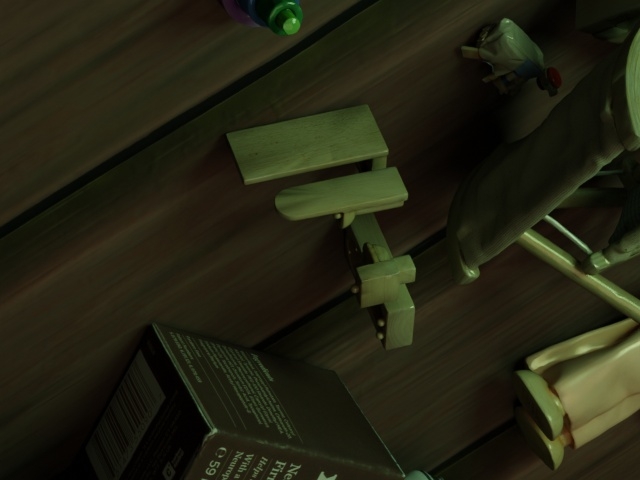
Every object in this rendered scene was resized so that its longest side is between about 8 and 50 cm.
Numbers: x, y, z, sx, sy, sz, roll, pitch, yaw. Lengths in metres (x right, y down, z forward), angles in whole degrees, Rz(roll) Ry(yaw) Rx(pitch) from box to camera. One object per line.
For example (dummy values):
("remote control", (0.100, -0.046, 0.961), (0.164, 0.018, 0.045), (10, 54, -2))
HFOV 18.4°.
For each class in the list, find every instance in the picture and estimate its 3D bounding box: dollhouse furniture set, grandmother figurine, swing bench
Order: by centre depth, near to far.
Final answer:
("swing bench", (0.272, -0.058, 1.639), (0.254, 0.165, 0.253), (17, 146, -25))
("dollhouse furniture set", (0.000, 0.000, 1.645), (0.123, 0.144, 0.151), (-12, 139, -12))
("grandmother figurine", (0.347, 0.087, 1.881), (0.342, 0.104, 0.208), (-27, 155, -11))

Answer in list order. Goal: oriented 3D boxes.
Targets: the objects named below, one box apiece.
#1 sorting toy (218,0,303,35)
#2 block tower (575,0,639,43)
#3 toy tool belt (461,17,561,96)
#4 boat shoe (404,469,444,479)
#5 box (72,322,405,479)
("sorting toy", (-0.126, -0.258, 1.417), (0.127, 0.126, 0.365), (-44, 127, 6))
("block tower", (0.374, -0.187, 1.696), (0.335, 0.091, 0.097), (14, 70, -33))
("toy tool belt", (0.161, -0.148, 1.675), (0.051, 0.052, 0.083), (-25, 132, 32))
("boat shoe", (0.166, 0.302, 1.921), (0.102, 0.108, 0.301), (-34, 131, -1))
("box", (-0.074, 0.200, 1.704), (0.203, 0.167, 0.168), (17, 111, -32))
